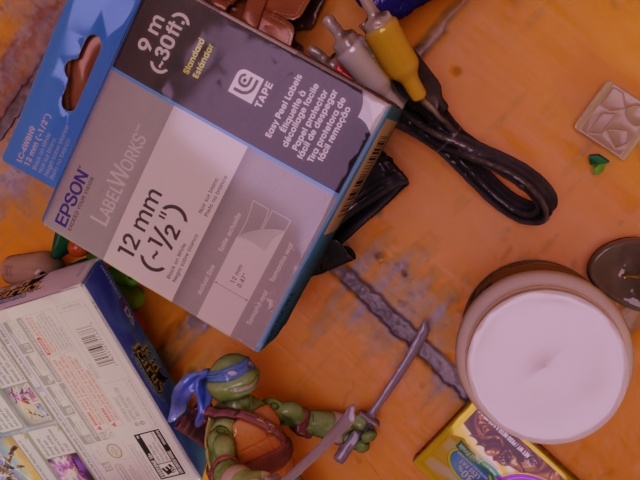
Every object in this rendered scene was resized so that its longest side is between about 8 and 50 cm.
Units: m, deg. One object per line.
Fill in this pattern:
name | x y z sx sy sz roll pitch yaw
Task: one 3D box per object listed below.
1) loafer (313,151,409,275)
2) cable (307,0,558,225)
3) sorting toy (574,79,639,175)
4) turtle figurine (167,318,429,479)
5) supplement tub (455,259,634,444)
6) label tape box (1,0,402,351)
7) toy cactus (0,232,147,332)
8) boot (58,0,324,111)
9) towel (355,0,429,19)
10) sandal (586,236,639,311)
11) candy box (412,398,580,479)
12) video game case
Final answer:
loafer | 0.000 0.000 0.790 0.078 0.076 0.223 42 97 17
cable | 0.100 -0.107 0.754 0.287 0.139 0.072 50 58 -6
sorting toy | 0.283 -0.107 0.754 0.062 0.012 0.083 36 96 4
turtle figurine | -0.009 0.240 0.738 0.275 0.198 0.266 -8 101 4
supplement tub | 0.196 0.094 0.687 0.145 0.200 0.144 1 92 13
label tape box | -0.137 -0.095 0.710 0.348 0.115 0.249 29 103 4
toy cactus | -0.283 0.043 0.853 0.181 0.112 0.218 2 104 23
boot | -0.134 -0.199 0.810 0.220 0.109 0.283 26 91 6
towel | 0.139 -0.371 0.750 0.308 0.076 0.227 -28 79 13
sandal | 0.344 0.055 0.729 0.180 0.049 0.072 34 99 9
candy box | 0.205 0.261 0.782 0.206 0.027 0.105 42 104 8
video game case | -0.285 0.170 0.815 0.245 0.061 0.269 -17 116 12
